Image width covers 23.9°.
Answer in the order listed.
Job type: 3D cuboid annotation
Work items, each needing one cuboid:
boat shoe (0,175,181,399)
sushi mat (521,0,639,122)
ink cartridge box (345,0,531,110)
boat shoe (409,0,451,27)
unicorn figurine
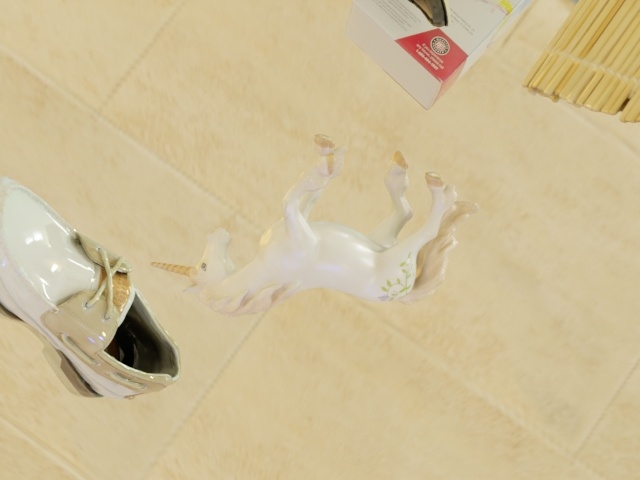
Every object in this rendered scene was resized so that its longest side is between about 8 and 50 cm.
[{"bbox_3d":[-0.213,0.042,1.328,0.103,0.302,0.113,0,59,21],"label":"boat shoe"},{"bbox_3d":[0.221,-0.182,0.684,0.019,0.151,0.316,36,85,-35],"label":"sushi mat"},{"bbox_3d":[0.132,-0.251,1.573,0.128,0.127,0.176,44,83,4],"label":"ink cartridge box"},{"bbox_3d":[0.085,-0.247,1.440,0.042,0.049,0.133,-21,57,-12],"label":"boat shoe"},{"bbox_3d":[0.000,0.000,0.815,0.162,0.060,0.111,18,110,-10],"label":"unicorn figurine"}]
